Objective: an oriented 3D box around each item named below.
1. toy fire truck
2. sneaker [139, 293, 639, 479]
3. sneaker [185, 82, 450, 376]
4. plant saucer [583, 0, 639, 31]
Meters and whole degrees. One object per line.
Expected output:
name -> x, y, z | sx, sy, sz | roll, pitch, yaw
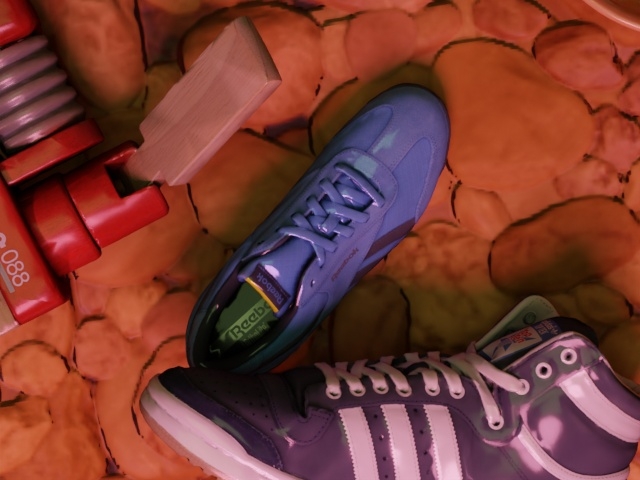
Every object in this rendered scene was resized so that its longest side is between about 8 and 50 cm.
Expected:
toy fire truck -> -0.158, -0.078, 0.976 | 0.246, 0.158, 0.217 | -27, 92, -3
sneaker -> 0.052, 0.086, 0.964 | 0.282, 0.099, 0.153 | 23, 100, -16
sneaker -> 0.000, 0.000, 0.990 | 0.069, 0.082, 0.209 | 41, 98, 3
plant saucer -> 0.210, -0.210, 0.965 | 0.200, 0.037, 0.200 | 1, 97, 6
